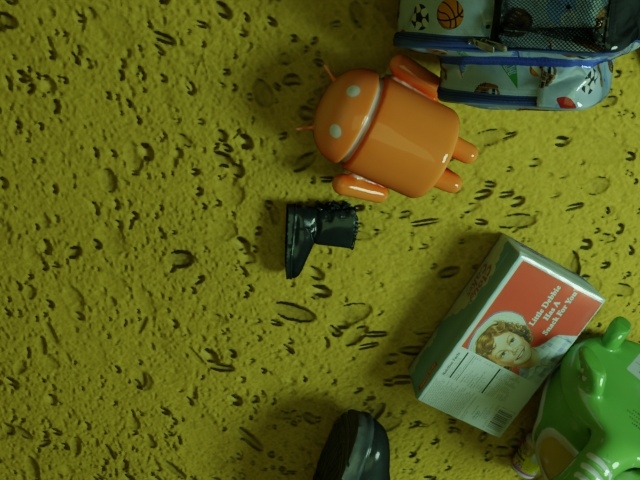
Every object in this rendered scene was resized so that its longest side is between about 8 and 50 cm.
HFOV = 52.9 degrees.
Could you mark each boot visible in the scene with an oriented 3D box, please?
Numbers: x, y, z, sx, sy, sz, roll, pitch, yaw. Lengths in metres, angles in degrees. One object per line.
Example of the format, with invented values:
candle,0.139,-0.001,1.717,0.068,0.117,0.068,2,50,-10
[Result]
boot,0.202,0.465,1.036,0.446,0.146,0.366,16,118,-6
boot,0.000,0.000,0.902,0.099,0.045,0.121,2,111,-7

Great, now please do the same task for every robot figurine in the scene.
robot figurine,0.084,-0.132,0.809,0.220,0.128,0.158,23,143,-12

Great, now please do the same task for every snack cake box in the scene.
snack cake box,0.264,0.142,0.947,0.152,0.089,0.264,28,107,-11

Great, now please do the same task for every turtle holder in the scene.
turtle holder,0.416,0.289,0.896,0.244,0.320,0.227,23,125,1

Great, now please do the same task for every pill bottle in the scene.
pill bottle,0.348,0.345,1.054,0.043,0.043,0.083,19,108,-10

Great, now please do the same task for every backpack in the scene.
backpack,0.215,-0.252,0.705,0.264,0.277,0.213,19,111,25
